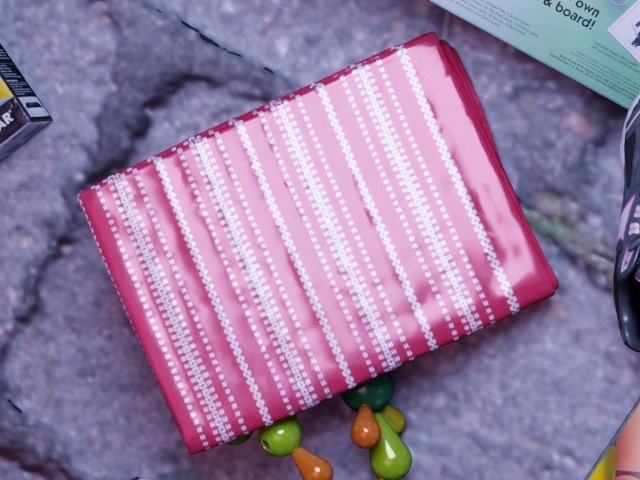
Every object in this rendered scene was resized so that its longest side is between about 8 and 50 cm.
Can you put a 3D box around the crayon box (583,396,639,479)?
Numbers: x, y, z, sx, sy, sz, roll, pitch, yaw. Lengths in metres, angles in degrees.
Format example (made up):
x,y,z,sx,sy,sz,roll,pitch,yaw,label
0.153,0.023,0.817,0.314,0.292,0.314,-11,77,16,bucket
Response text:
x,y,z,sx,sy,sz,roll,pitch,yaw,label
0.284,0.270,1.256,0.313,0.106,0.363,34,104,13,crayon box

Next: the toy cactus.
x,y,z,sx,sy,sz,roll,pitch,yaw,label
-0.005,0.072,1.354,0.219,0.112,0.180,38,89,13,toy cactus

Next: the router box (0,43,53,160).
x,y,z,sx,sy,sz,roll,pitch,yaw,label
-0.306,-0.090,1.448,0.179,0.046,0.133,-37,84,17,router box

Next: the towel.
x,y,z,sx,sy,sz,roll,pitch,yaw,label
0.000,0.000,1.305,0.275,0.031,0.199,-24,83,-1,towel

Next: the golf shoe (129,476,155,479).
x,y,z,sx,sy,sz,roll,pitch,yaw,label
-0.051,0.222,1.399,0.198,0.077,0.094,40,94,6,golf shoe

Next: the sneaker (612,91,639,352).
x,y,z,sx,sy,sz,roll,pitch,yaw,label
0.219,-0.006,1.237,0.072,0.077,0.178,3,119,15,sneaker

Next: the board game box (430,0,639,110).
x,y,z,sx,sy,sz,roll,pitch,yaw,label
0.145,-0.230,1.222,0.317,0.046,0.213,28,106,-6,board game box
